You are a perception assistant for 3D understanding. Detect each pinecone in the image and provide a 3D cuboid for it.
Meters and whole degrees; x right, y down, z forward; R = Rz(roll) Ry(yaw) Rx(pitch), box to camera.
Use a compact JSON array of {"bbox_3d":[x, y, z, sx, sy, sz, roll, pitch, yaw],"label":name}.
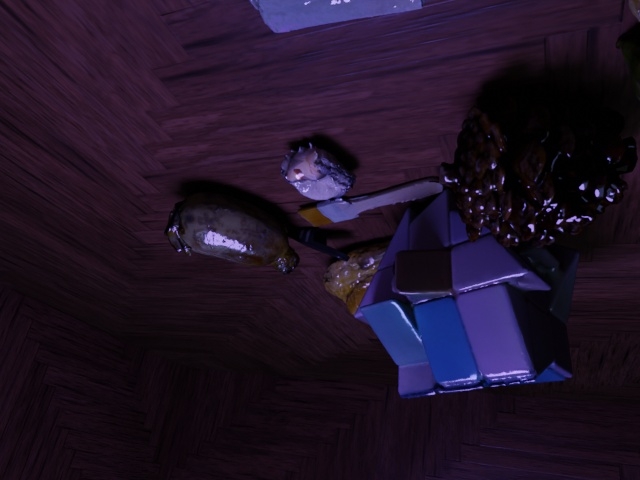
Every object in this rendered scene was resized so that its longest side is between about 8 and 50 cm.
[{"bbox_3d":[0.307,-0.094,0.718,0.273,0.224,0.224,0,154,-6],"label":"pinecone"}]

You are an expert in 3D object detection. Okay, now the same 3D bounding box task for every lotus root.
[{"bbox_3d":[-0.190,-0.013,1.131,0.309,0.173,0.173,20,152,-18],"label":"lotus root"}]

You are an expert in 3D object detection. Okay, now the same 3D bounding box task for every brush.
[{"bbox_3d":[0.100,-0.081,1.035,0.337,0.020,0.085,-11,146,35],"label":"brush"}]

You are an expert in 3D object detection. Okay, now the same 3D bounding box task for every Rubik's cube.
[{"bbox_3d":[0.295,0.117,0.962,0.387,0.368,0.358,-21,141,38],"label":"Rubik's cube"}]

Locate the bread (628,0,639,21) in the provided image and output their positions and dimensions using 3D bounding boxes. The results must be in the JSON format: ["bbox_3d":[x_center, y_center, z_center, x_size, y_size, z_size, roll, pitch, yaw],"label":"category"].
[{"bbox_3d":[0.346,-0.303,0.435,0.128,0.088,0.232,-8,143,16],"label":"bread"}]

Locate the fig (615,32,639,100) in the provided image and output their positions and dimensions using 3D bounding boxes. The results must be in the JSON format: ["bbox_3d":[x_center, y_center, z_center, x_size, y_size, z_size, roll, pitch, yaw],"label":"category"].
[{"bbox_3d":[0.394,-0.194,0.546,0.117,0.177,0.117,-22,139,-20],"label":"fig"}]

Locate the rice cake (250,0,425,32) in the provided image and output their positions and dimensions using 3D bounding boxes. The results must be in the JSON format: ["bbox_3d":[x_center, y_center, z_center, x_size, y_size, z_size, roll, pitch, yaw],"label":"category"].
[{"bbox_3d":[0.007,-0.311,0.586,0.211,0.038,0.124,-3,151,26],"label":"rice cake"}]

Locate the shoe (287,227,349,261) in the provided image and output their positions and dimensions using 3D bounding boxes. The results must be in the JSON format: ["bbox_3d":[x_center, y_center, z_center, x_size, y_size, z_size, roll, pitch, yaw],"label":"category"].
[{"bbox_3d":[0.000,0.000,1.197,0.179,0.049,0.071,21,174,34],"label":"shoe"}]

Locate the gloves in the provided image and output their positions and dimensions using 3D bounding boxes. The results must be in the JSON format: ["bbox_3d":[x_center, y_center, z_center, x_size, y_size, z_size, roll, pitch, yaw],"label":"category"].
[{"bbox_3d":[0.004,-0.125,0.927,0.114,0.070,0.153,-17,150,29],"label":"gloves"}]

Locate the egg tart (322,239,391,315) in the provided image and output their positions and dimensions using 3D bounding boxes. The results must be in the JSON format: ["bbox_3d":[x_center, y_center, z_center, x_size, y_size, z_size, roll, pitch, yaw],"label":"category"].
[{"bbox_3d":[0.196,0.122,1.265,0.352,0.153,0.339,20,149,-22],"label":"egg tart"}]
